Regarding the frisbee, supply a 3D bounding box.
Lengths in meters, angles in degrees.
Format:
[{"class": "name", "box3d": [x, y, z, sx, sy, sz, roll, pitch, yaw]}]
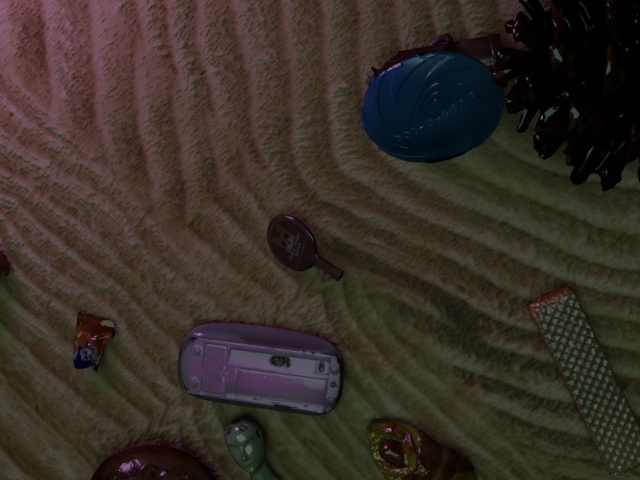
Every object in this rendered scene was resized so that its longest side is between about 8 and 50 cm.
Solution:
[{"class": "frisbee", "box3d": [0.189, -0.212, 1.630, 0.242, 0.045, 0.242, 0, 138, 0]}]

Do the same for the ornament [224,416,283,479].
[{"class": "ornament", "box3d": [-0.130, 0.410, 1.845, 0.075, 0.081, 0.156, -17, 105, 13]}]

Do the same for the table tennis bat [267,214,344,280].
[{"class": "table tennis bat", "box3d": [0.000, 0.000, 1.779, 0.170, 0.119, 0.107, 34, 131, 20]}]

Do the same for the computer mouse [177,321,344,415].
[{"class": "computer mouse", "box3d": [-0.110, 0.241, 1.808, 0.310, 0.072, 0.158, 7, 101, 4]}]

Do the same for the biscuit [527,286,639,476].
[{"class": "biscuit", "box3d": [0.492, 0.262, 1.762, 0.094, 0.054, 0.378, -25, 99, 11]}]

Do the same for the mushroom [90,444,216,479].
[{"class": "mushroom", "box3d": [-0.317, 0.532, 1.847, 0.278, 0.163, 0.297, -34, 98, 11]}]

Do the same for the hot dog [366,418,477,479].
[{"class": "hot dog", "box3d": [0.193, 0.428, 1.808, 0.262, 0.093, 0.123, 28, 104, -1]}]

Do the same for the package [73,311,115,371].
[{"class": "package", "box3d": [-0.435, 0.196, 1.853, 0.077, 0.033, 0.110, 11, 90, 27]}]

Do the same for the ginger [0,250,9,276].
[{"class": "ginger", "box3d": [-0.700, 0.143, 1.833, 0.133, 0.107, 0.309, 23, 104, -23]}]

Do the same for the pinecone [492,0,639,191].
[{"class": "pinecone", "box3d": [0.447, -0.268, 1.481, 0.398, 0.398, 0.397, 1, 102, 5]}]

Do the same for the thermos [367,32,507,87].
[{"class": "thermos", "box3d": [0.196, -0.282, 1.651, 0.232, 0.099, 0.124, -10, 112, 7]}]
